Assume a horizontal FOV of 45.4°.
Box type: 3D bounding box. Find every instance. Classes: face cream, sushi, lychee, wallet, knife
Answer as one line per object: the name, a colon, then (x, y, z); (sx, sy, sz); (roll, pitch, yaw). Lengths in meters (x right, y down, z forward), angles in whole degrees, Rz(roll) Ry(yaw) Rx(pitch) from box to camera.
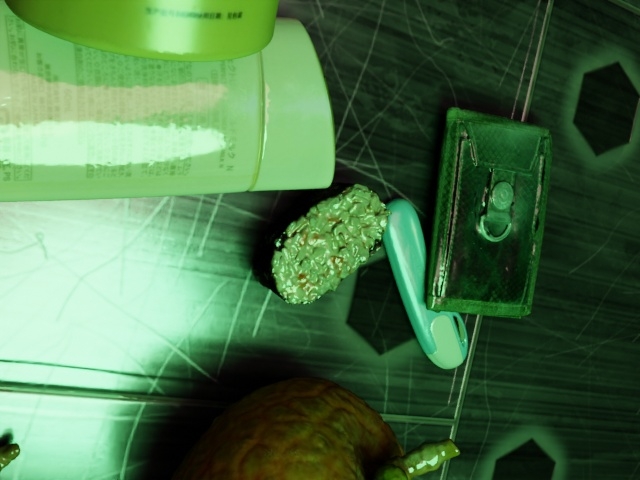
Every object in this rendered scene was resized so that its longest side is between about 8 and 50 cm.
face cream: (-0.128, -0.258, 0.586); (0.218, 0.218, 0.179); (-4, 124, -28)
sushi: (0.000, 0.000, 0.800); (0.150, 0.078, 0.090); (-40, 113, -17)
face cream: (-0.145, -0.127, 0.700); (0.348, 0.081, 0.173); (-5, 100, -28)
lychee: (-0.013, 0.255, 0.733); (0.255, 0.300, 0.255); (-10, 90, -67)
wallet: (0.201, -0.027, 0.905); (0.160, 0.055, 0.236); (7, 88, -29)
knife: (0.120, 0.054, 0.900); (0.064, 0.031, 0.222); (-28, 106, -19)

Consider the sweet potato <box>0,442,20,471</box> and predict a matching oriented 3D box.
sweet potato: (-0.346, 0.265, 0.673); (0.050, 0.050, 0.214); (39, 73, -27)
